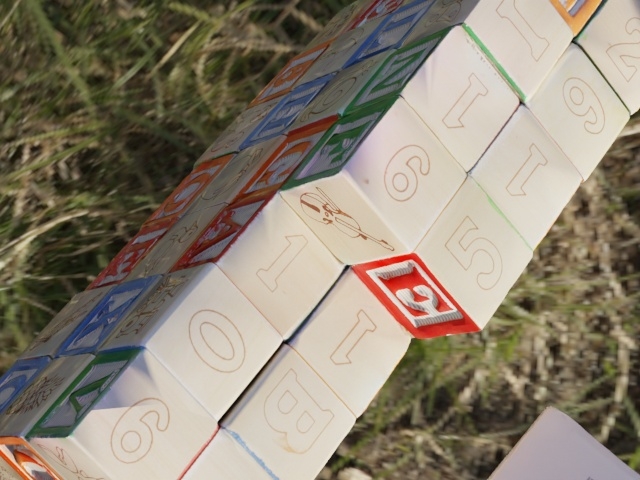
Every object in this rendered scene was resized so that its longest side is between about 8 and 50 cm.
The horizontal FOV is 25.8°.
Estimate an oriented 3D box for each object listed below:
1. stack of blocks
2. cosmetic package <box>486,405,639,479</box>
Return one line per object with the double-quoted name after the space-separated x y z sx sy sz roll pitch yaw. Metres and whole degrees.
0.000 0.000 0.587 0.087 0.171 0.297 49 61 -17 "stack of blocks"
0.104 0.205 0.659 0.151 0.184 0.151 39 65 12 "cosmetic package"
